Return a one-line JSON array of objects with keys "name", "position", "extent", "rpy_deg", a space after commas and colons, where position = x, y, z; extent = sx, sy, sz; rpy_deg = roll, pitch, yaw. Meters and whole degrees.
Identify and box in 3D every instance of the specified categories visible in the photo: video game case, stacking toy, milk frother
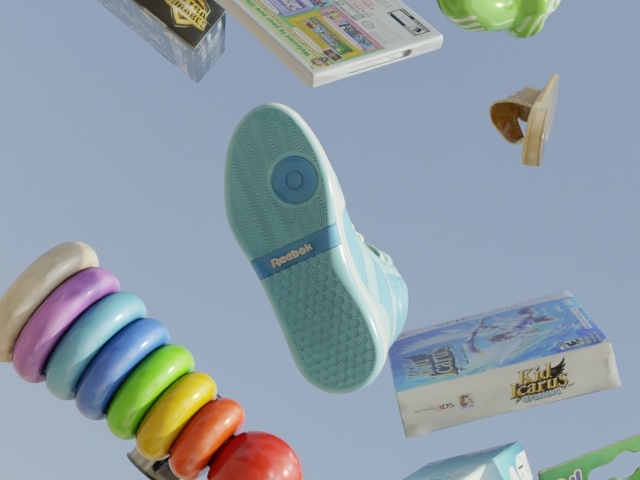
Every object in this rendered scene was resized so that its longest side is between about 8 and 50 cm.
[{"name": "video game case", "position": [0.007, -0.267, 1.664], "extent": [0.212, 0.193, 0.023], "rpy_deg": [46, -38, 34]}, {"name": "stacking toy", "position": [-0.156, 0.151, 1.326], "extent": [0.330, 0.141, 0.141], "rpy_deg": [39, -33, 10]}, {"name": "video game case", "position": [0.205, 0.140, 1.656], "extent": [0.269, 0.244, 0.061], "rpy_deg": [-90, 164, -81]}, {"name": "milk frother", "position": [-0.203, 0.233, 1.805], "extent": [0.143, 0.134, 0.129], "rpy_deg": [39, -3, 2]}]

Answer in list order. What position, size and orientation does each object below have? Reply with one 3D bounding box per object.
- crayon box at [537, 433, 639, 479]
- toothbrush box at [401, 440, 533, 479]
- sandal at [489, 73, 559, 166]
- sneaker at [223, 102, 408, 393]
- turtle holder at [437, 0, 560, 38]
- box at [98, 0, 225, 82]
[{"name": "crayon box", "position": [0.362, 0.367, 1.459], "extent": [0.083, 0.203, 0.323], "rpy_deg": [-158, -128, -70]}, {"name": "toothbrush box", "position": [0.153, 0.355, 1.495], "extent": [0.126, 0.295, 0.216], "rpy_deg": [-18, -93, 22]}, {"name": "sandal", "position": [0.250, -0.158, 1.758], "extent": [0.079, 0.240, 0.088], "rpy_deg": [9, -66, 11]}, {"name": "sneaker", "position": [0.000, 0.000, 1.551], "extent": [0.127, 0.208, 0.319], "rpy_deg": [-16, -87, 17]}, {"name": "turtle holder", "position": [0.177, -0.367, 1.352], "extent": [0.243, 0.227, 0.320], "rpy_deg": [-24, -90, 57]}, {"name": "box", "position": [-0.174, -0.242, 1.375], "extent": [0.175, 0.051, 0.220], "rpy_deg": [40, -4, -1]}]
